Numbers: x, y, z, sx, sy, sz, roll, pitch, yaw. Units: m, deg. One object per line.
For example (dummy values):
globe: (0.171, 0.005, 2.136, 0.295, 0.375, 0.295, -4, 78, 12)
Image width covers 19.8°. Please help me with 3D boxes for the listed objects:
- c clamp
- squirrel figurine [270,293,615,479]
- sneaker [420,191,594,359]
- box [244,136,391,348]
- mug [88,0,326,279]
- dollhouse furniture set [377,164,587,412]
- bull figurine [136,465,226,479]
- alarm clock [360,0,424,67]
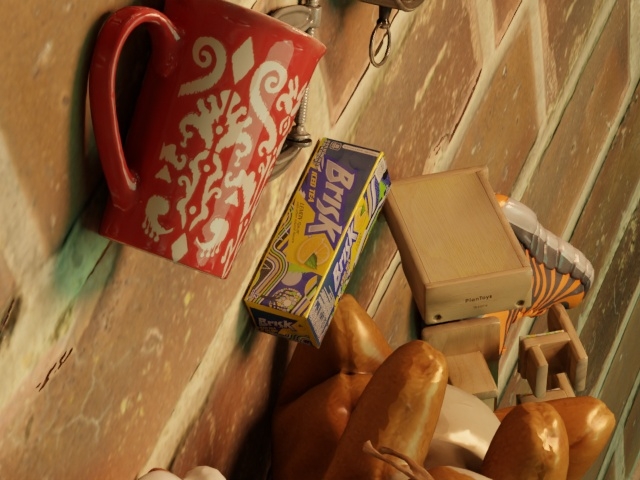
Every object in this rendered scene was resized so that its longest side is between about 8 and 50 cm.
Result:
c clamp: (-0.019, -0.126, 1.437, 0.137, 0.022, 0.161, -23, 124, -65)
squirrel figurine: (0.054, 0.282, 1.454, 0.397, 0.281, 0.370, -57, -169, 15)
sneaker: (0.188, 0.065, 1.990, 0.321, 0.124, 0.180, 31, 78, -57)
box: (0.000, 0.000, 1.517, 0.054, 0.059, 0.169, 73, 37, -56)
mug: (-0.093, -0.074, 1.210, 0.113, 0.150, 0.169, -163, -87, -74)
dollhouse furniture set: (0.124, 0.078, 1.714, 0.161, 0.212, 0.242, -110, -166, -50)
bull figurine: (-0.149, 0.241, 1.237, 0.310, 0.101, 0.188, 20, 86, -70)
alarm clock: (0.057, -0.236, 1.501, 0.129, 0.064, 0.192, -22, 121, -65)
